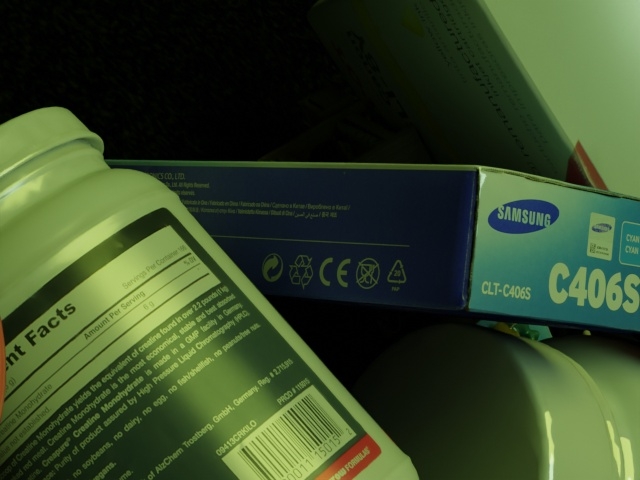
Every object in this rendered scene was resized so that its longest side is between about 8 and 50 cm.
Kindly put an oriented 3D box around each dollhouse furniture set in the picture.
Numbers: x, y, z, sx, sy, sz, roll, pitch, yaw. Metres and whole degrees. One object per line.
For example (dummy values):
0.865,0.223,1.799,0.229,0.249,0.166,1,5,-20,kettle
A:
0.027,-0.008,1.360,0.161,0.101,0.182,62,-10,-21,dollhouse furniture set

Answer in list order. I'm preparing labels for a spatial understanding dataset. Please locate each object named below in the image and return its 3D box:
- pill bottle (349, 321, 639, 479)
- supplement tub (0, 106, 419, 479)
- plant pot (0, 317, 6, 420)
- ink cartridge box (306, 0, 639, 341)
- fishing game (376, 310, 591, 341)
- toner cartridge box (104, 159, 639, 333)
0.203,0.186,1.159,0.392,0.224,0.224,19,37,-38,pill bottle
-0.101,0.088,0.928,0.272,0.191,0.191,48,29,7,supplement tub
-0.290,0.066,0.658,0.275,0.243,0.275,32,30,-21,plant pot
0.162,-0.092,1.221,0.279,0.160,0.385,56,-9,-9,ink cartridge box
0.142,0.075,1.422,0.264,0.041,0.189,29,30,-26,fishing game
0.000,0.000,1.055,0.165,0.348,0.075,7,87,-48,toner cartridge box
